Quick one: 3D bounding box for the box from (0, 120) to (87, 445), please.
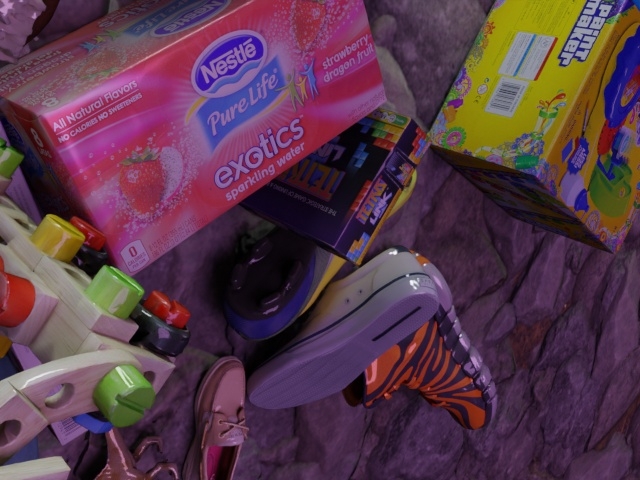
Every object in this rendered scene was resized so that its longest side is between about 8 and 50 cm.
[{"bbox_3d":[-0.254,0.030,0.640,0.067,0.063,0.324,-32,127,-29],"label":"box"}]

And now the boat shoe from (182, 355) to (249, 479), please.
[{"bbox_3d":[-0.108,0.215,0.860,0.063,0.059,0.170,-1,109,-42],"label":"boat shoe"}]

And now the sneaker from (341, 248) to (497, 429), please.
[{"bbox_3d":[0.112,0.175,1.018,0.180,0.124,0.321,-41,120,-17],"label":"sneaker"}]

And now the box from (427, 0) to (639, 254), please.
[{"bbox_3d":[0.332,-0.178,1.008,0.279,0.177,0.290,28,88,-47],"label":"box"}]

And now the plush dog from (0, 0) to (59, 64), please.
[{"bbox_3d":[-0.255,-0.225,0.412,0.210,0.262,0.225,7,95,-35],"label":"plush dog"}]

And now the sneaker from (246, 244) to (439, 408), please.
[{"bbox_3d":[0.019,0.103,0.882,0.258,0.091,0.094,-34,134,15],"label":"sneaker"}]

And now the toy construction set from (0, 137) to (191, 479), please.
[{"bbox_3d":[-0.205,0.029,0.445,0.151,0.328,0.215,-42,147,8],"label":"toy construction set"}]

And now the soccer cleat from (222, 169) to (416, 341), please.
[{"bbox_3d":[-0.001,0.000,0.863,0.289,0.093,0.121,-44,162,-26],"label":"soccer cleat"}]

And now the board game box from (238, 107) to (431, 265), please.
[{"bbox_3d":[0.003,-0.071,0.756,0.048,0.170,0.141,38,81,-47],"label":"board game box"}]

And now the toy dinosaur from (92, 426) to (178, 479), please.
[{"bbox_3d":[-0.200,0.240,0.792,0.092,0.053,0.183,-10,115,-38],"label":"toy dinosaur"}]

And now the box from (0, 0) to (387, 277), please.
[{"bbox_3d":[-0.105,-0.127,0.651,0.300,0.142,0.154,-36,128,-25],"label":"box"}]

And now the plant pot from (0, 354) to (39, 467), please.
[{"bbox_3d":[-0.340,0.160,0.493,0.255,0.271,0.272,-9,115,-55],"label":"plant pot"}]
